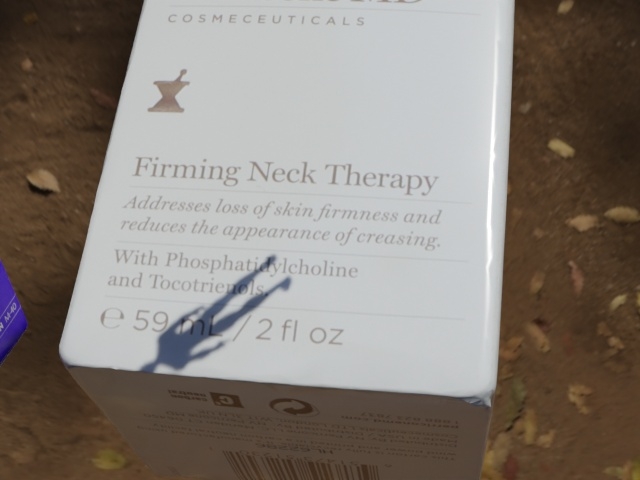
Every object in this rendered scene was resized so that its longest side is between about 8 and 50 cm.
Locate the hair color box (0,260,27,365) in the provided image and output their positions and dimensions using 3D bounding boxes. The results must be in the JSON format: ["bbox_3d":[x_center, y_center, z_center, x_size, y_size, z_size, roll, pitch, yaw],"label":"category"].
[{"bbox_3d":[-0.329,-0.035,0.699,0.185,0.339,0.110,15,53,17],"label":"hair color box"}]

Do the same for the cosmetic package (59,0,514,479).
[{"bbox_3d":[0.000,0.000,1.003,0.329,0.327,0.394,3,63,8],"label":"cosmetic package"}]
